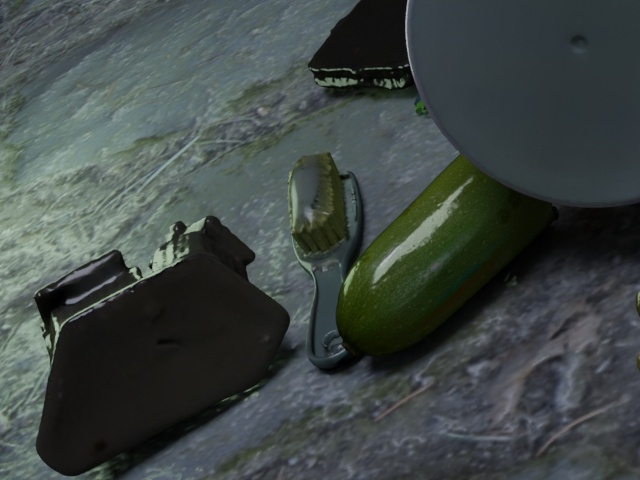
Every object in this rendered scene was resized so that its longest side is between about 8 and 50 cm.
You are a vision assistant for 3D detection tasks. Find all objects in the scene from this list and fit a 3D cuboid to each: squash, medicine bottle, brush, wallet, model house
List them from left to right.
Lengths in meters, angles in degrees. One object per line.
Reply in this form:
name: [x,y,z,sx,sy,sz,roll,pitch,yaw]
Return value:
model house: [-0.152,0.072,1.300,0.229,0.122,0.188,-30,24,-3]
brush: [0.000,0.000,1.314,0.068,0.060,0.297,-24,30,11]
squash: [0.086,0.016,1.183,0.188,0.095,0.095,-45,31,-14]
wallet: [0.123,-0.259,1.600,0.165,0.042,0.309,5,47,47]
medicine bottle: [0.213,-0.182,1.143,0.252,0.252,0.241,-16,20,27]

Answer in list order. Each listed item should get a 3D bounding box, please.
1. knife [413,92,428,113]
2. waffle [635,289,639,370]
knife: [0.161,-0.158,1.435,0.166,0.022,0.078,-13,40,33]
waffle: [0.309,0.036,0.844,0.301,0.058,0.281,-51,50,15]
